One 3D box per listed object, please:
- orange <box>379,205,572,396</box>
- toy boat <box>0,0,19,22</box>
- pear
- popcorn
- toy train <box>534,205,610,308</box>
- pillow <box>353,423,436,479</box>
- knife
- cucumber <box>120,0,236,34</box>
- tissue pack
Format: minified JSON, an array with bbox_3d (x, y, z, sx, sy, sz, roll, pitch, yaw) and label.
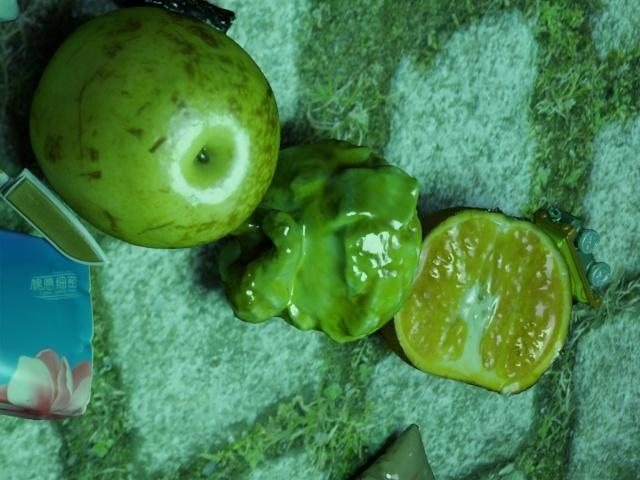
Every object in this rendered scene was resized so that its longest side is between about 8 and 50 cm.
[{"bbox_3d":[0.223,0.085,2.118,0.310,0.274,0.274,10,102,-5],"label":"orange"},{"bbox_3d":[-0.364,-0.320,1.536,0.134,0.079,0.207,-60,146,-11],"label":"toy boat"},{"bbox_3d":[-0.184,-0.125,1.634,0.281,0.281,0.280,-18,117,-38],"label":"pear"},{"bbox_3d":[-0.004,-0.002,1.897,0.276,0.276,0.225,-43,161,-23],"label":"popcorn"},{"bbox_3d":[0.384,0.039,2.370,0.127,0.089,0.219,-38,130,-13],"label":"toy train"},{"bbox_3d":[0.099,0.420,2.243,0.236,0.084,0.223,-42,129,-29],"label":"pillow"},{"bbox_3d":[-0.327,-0.057,1.599,0.046,0.022,0.256,-42,101,17],"label":"knife"},{"bbox_3d":[-0.171,-0.274,1.744,0.181,0.053,0.053,18,93,-44],"label":"cucumber"},{"bbox_3d":[-0.376,0.077,1.580,0.270,0.137,0.209,16,63,-45],"label":"tissue pack"}]
